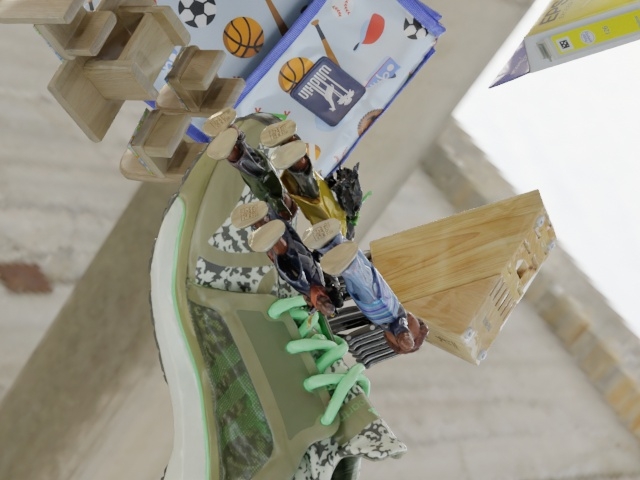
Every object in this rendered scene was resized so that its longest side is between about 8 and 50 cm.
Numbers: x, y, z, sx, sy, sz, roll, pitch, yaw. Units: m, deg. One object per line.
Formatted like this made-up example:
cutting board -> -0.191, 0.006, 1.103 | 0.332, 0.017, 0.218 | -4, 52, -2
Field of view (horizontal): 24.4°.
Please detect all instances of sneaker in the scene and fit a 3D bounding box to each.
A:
sneaker -> -0.013, 0.111, 1.096 | 0.182, 0.410, 0.158 | 4, -172, 26

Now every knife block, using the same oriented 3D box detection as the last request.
knife block -> 0.114, 0.033, 1.758 | 0.242, 0.275, 0.088 | 26, 164, 30

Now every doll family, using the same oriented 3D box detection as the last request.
doll family -> 0.000, 0.000, 0.869 | 0.111, 0.076, 0.193 | 57, -170, -47

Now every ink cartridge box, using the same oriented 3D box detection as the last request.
ink cartridge box -> 0.391, -0.338, 1.978 | 0.072, 0.307, 0.303 | 60, -138, -22

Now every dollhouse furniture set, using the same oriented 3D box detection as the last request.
dollhouse furniture set -> -0.178, -0.204, 1.305 | 0.212, 0.161, 0.242 | 54, -128, -44

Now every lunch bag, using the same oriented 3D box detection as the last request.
lunch bag -> -0.078, -0.270, 1.901 | 0.385, 0.328, 0.239 | 39, -170, -7
